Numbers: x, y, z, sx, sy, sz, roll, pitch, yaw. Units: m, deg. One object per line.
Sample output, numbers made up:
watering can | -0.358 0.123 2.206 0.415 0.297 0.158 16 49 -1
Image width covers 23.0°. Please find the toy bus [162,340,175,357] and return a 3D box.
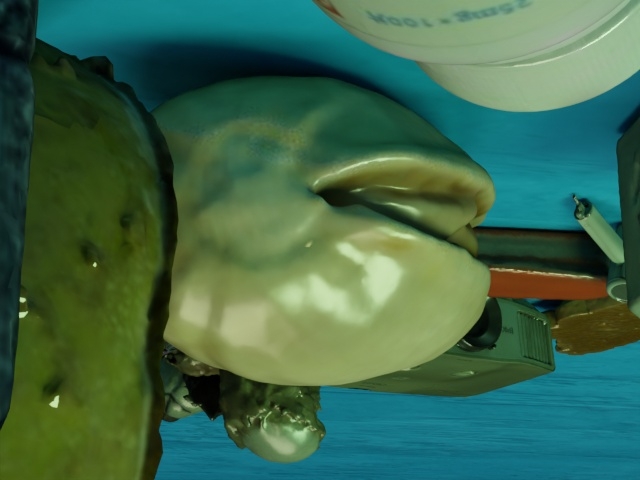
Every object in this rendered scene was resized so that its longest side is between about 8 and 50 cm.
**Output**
toy bus | -0.080 0.025 1.163 0.178 0.086 0.098 -27 174 -22

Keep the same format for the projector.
projector | 0.086 0.087 1.486 0.270 0.088 0.193 10 160 -33

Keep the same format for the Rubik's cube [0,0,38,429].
Rubik's cube | -0.286 -0.110 0.392 0.337 0.344 0.344 11 161 -36

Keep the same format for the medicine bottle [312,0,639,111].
medicine bottle | 0.044 -0.156 0.550 0.170 0.170 0.293 -7 161 18

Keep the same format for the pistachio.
pistachio | 0.000 0.000 1.020 0.214 0.193 0.318 -8 165 36

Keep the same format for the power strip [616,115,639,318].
power strip | 0.281 -0.022 1.057 0.139 0.140 0.224 0 163 -9

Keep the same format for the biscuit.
biscuit | 0.295 0.073 1.546 0.163 0.035 0.250 -1 164 -18

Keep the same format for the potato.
potato | -0.297 0.035 0.762 0.319 0.385 0.442 22 -172 -41

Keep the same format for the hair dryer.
hair dryer | 0.234 -0.005 1.280 0.038 0.063 0.124 -12 140 36

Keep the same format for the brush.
brush | 0.167 0.018 1.343 0.323 0.051 0.070 5 156 -9

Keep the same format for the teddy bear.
teddy bear | -0.095 0.076 1.330 0.267 0.156 0.256 40 158 3
